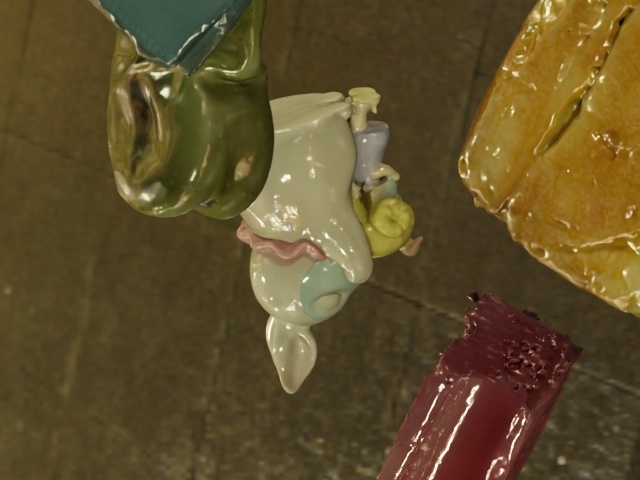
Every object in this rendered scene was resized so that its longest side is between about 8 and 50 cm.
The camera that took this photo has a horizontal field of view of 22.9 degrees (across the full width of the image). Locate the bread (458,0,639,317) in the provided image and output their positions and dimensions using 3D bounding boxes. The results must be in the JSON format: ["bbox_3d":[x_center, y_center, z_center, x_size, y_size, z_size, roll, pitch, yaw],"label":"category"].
[{"bbox_3d":[0.195,-0.102,0.725,0.167,0.132,0.294,35,124,12],"label":"bread"}]

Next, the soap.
[{"bbox_3d":[0.099,0.163,1.187,0.099,0.162,0.250,28,107,14],"label":"soap"}]

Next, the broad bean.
[{"bbox_3d":[-0.082,-0.113,0.936,0.153,0.072,0.207,-12,78,49],"label":"broad bean"}]

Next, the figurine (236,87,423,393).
[{"bbox_3d":[0.000,0.000,1.330,0.127,0.155,0.235,34,140,61],"label":"figurine"}]

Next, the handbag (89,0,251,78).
[{"bbox_3d":[-0.021,-0.176,0.514,0.221,0.057,0.144,-45,73,16],"label":"handbag"}]
